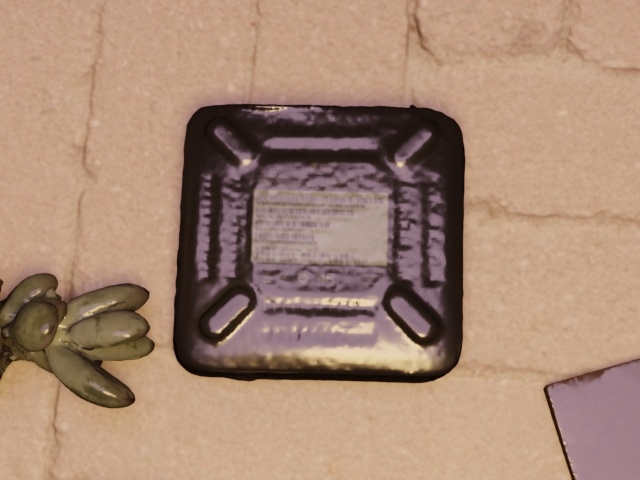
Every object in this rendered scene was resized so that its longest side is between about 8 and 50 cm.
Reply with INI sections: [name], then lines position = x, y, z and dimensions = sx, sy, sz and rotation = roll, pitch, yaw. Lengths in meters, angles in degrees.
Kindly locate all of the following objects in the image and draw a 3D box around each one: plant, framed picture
[plant]
position = -0.300, 0.084, 1.567
dimensions = 0.274, 0.149, 0.146
rotation = 5, 76, -1
[framed picture]
position = 0.319, 0.182, 1.593
dimensions = 0.168, 0.023, 0.128
rotation = -15, 76, -3

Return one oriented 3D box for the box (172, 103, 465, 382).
[box]
position = 0.000, 0.000, 1.621
dimensions = 0.290, 0.073, 0.289
rotation = 2, 75, 2
